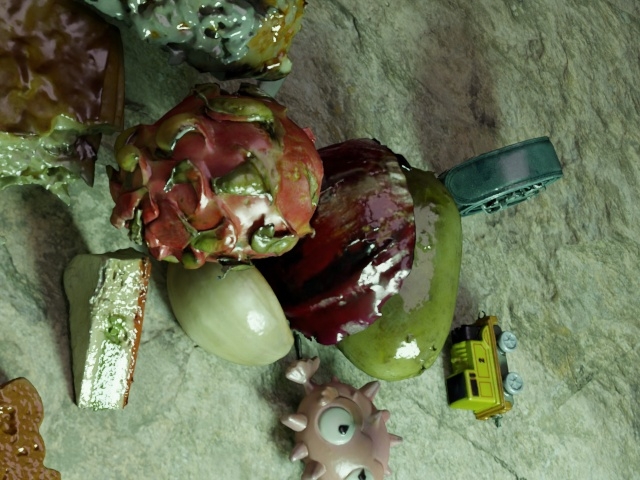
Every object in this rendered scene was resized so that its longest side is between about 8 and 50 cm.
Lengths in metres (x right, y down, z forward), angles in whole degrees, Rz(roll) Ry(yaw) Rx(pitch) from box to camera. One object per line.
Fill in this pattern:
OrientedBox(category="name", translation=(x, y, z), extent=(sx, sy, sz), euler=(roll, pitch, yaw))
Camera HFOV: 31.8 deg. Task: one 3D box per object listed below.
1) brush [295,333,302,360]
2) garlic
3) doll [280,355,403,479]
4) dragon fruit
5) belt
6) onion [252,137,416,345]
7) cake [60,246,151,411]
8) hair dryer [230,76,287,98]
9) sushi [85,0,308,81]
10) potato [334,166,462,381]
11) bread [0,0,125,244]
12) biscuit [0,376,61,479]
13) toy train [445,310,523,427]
OrientedBox(category="brush", translation=(-0.032, 0.190, 1.806), extent=(0.024, 0.008, 0.083), euler=(9, 65, -37))
OrientedBox(category="garlic", translation=(-0.129, 0.098, 1.694), extent=(0.245, 0.145, 0.164), euler=(50, 14, -15))
OrientedBox(category="doll", translation=(0.030, 0.297, 1.749), extent=(0.211, 0.093, 0.262), euler=(-29, 93, -40))
OrientedBox(category="dragon fruit", translation=(-0.151, -0.087, 1.530), extent=(0.291, 0.250, 0.269), euler=(0, 96, -37))
OrientedBox(category="belt", translation=(0.340, -0.115, 2.161), extent=(0.267, 0.206, 0.116), euler=(-17, 82, -34))
OrientedBox(category="onion", translation=(0.000, 0.000, 1.684), extent=(0.146, 0.314, 0.280), euler=(18, 45, -54))
OrientedBox(category="cake", translation=(-0.310, 0.114, 1.565), extent=(0.086, 0.117, 0.220), euler=(4, 100, -39))
OrientedBox(category="hair dryer", translation=(-0.099, -0.228, 1.924), extent=(0.131, 0.073, 0.236), euler=(45, 37, -19))
OrientedBox(category="sushi", translation=(-0.220, -0.379, 1.650), extent=(0.417, 0.176, 0.417), euler=(30, 10, -6))
OrientedBox(category="potato", translation=(0.096, 0.048, 1.839), extent=(0.270, 0.219, 0.359), euler=(3, 72, 2))
OrientedBox(category="bread", translation=(-0.435, -0.161, 1.479), extent=(0.314, 0.191, 0.370), euler=(22, 61, -34))
OrientedBox(category="biscuit", translation=(-0.456, 0.274, 1.348), extent=(0.306, 0.043, 0.284), euler=(25, 56, -30))
OrientedBox(category="toy train", translation=(0.288, 0.229, 2.030), extent=(0.127, 0.089, 0.219), euler=(7, 66, -29))
